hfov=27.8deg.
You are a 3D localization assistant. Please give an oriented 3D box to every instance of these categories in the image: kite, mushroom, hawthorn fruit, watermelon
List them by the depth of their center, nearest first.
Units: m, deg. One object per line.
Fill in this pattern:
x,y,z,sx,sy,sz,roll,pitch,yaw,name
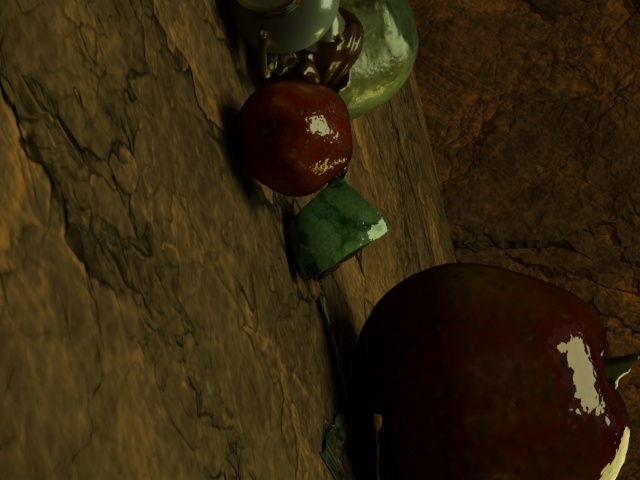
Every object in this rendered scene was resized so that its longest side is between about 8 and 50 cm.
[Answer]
-0.036,-0.116,1.452,0.138,0.132,0.133,21,56,-58,hawthorn fruit
0.018,-0.014,1.659,0.098,0.121,0.158,57,4,10,watermelon
0.045,0.250,1.730,0.406,0.014,0.369,-46,123,-77,kite
0.248,0.209,1.783,0.403,0.402,0.403,-12,90,-79,hawthorn fruit
0.052,-0.272,1.838,0.267,0.164,0.190,1,70,-65,mushroom

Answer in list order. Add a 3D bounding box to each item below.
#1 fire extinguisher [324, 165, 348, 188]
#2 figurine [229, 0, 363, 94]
0.015,-0.143,1.935,0.062,0.050,0.177,125,-30,-48,fire extinguisher
-0.030,-0.265,1.612,0.190,0.142,0.263,-66,160,-13,figurine
